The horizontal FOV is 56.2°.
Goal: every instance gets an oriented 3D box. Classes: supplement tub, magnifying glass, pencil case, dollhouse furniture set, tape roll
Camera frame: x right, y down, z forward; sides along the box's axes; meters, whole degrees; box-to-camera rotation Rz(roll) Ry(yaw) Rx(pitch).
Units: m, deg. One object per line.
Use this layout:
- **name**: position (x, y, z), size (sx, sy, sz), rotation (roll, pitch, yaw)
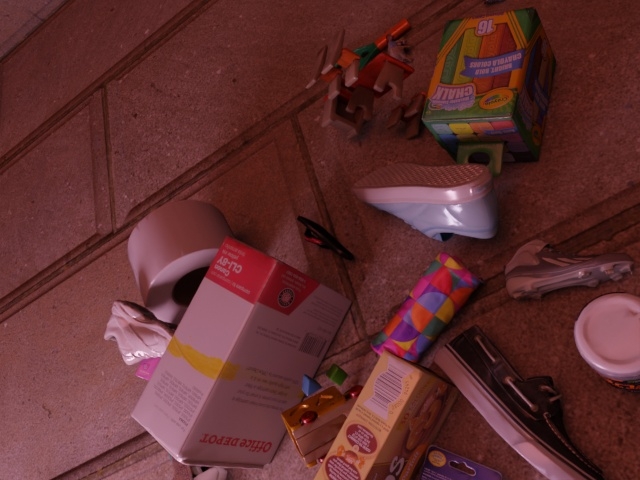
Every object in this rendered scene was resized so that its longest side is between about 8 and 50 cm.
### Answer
- **supplement tub**: position (0.444, 0.153, 0.865), size (0.117, 0.190, 0.117), rotation (-15, 61, 29)
- **magnifying glass**: position (0.120, -0.460, 1.472), size (0.231, 0.026, 0.092), rotation (-36, 53, 18)
- **pencil case**: position (0.195, 0.131, 1.108), size (0.236, 0.104, 0.104), rotation (-51, 51, 2)
- **dollhouse furniture set**: position (0.101, -0.330, 1.294), size (0.259, 0.262, 0.135), rotation (-21, 51, 63)
- **tape roll**: position (-0.303, 0.051, 1.384), size (0.246, 0.246, 0.169), rotation (-41, 52, 12)

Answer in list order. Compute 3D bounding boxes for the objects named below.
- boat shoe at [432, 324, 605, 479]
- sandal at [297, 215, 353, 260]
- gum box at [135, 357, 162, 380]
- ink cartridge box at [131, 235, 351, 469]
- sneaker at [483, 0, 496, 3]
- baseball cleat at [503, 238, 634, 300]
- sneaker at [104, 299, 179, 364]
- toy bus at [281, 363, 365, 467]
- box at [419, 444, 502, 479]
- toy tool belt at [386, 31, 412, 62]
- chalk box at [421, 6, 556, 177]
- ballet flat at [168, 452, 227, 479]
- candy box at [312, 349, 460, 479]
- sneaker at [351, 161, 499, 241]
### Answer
- **boat shoe**: position (0.321, 0.257, 0.946), size (0.119, 0.121, 0.335), rotation (-48, 53, 3)
- **sandal**: position (0.000, 0.000, 1.320), size (0.179, 0.067, 0.040), rotation (42, 107, 36)
- **gum box**: position (-0.345, 0.265, 1.363), size (0.062, 0.188, 0.107), rotation (20, 78, 4)
- **ink cartridge box**: position (-0.144, 0.226, 1.172), size (0.160, 0.279, 0.384), rotation (23, 82, 37)
- **sneaker**: position (0.374, -0.572, 1.338), size (0.069, 0.038, 0.098), rotation (-11, 63, 29)
- **baseball cleat**: position (0.412, 0.035, 1.019), size (0.206, 0.072, 0.109), rotation (-17, 54, 23)
- **sneaker**: position (-0.351, 0.214, 1.238), size (0.232, 0.090, 0.115), rotation (22, 86, 27)
- **toy bus**: position (0.027, 0.325, 1.122), size (0.191, 0.202, 0.104), rotation (-67, 21, 0)
- **box**: position (0.209, 0.468, 0.981), size (0.136, 0.036, 0.225), rotation (12, 78, 37)
- **toy tool belt**: position (0.186, -0.452, 1.413), size (0.051, 0.052, 0.083), rotation (-6, 65, -2)
- **chalk box**: position (0.319, -0.258, 1.143), size (0.180, 0.179, 0.289), rotation (4, 72, 36)
- **ballet flat**: position (-0.258, 0.474, 1.258), size (0.106, 0.107, 0.316), rotation (-29, 55, 4)
- **candy box**: position (0.102, 0.356, 1.010), size (0.087, 0.183, 0.316), rotation (27, 86, 39)
- **sneaker**: position (0.193, -0.063, 1.177), size (0.135, 0.150, 0.366), rotation (-30, 21, -22)
